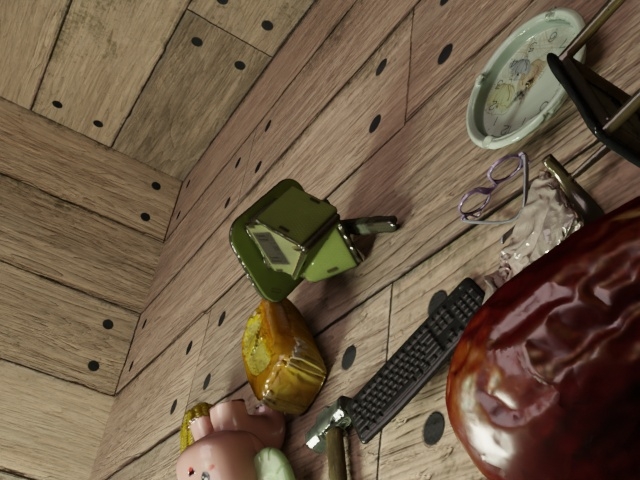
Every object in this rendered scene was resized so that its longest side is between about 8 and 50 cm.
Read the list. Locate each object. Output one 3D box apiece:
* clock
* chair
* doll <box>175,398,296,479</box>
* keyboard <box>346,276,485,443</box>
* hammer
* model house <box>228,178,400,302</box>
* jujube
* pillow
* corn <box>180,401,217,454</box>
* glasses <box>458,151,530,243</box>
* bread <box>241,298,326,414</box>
[{"bbox_3d":[0.317,-0.237,1.051,0.236,0.053,0.237,-46,30,37],"label":"clock"},{"bbox_3d":[0.331,-0.129,0.743,0.272,0.166,0.188,-51,25,31],"label":"chair"},{"bbox_3d":[-0.144,0.436,1.264,0.284,0.216,0.269,-37,55,31],"label":"doll"},{"bbox_3d":[0.107,0.214,1.014,0.381,0.041,0.103,-55,23,10],"label":"keyboard"},{"bbox_3d":[0.030,0.407,1.042,0.111,0.043,0.365,-51,27,29],"label":"hammer"},{"bbox_3d":[0.000,0.000,1.329,0.278,0.205,0.218,1,38,50],"label":"model house"},{"bbox_3d":[0.260,0.097,0.599,0.318,0.223,0.223,-47,26,16],"label":"jujube"},{"bbox_3d":[0.240,0.044,0.830,0.135,0.049,0.249,-87,8,-57],"label":"pillow"},{"bbox_3d":[-0.244,0.458,1.508,0.130,0.130,0.347,-62,21,8],"label":"corn"},{"bbox_3d":[0.268,-0.047,0.999,0.140,0.062,0.104,-52,46,29],"label":"glasses"},{"bbox_3d":[-0.079,0.221,1.398,0.153,0.119,0.288,-57,22,10],"label":"bread"}]
